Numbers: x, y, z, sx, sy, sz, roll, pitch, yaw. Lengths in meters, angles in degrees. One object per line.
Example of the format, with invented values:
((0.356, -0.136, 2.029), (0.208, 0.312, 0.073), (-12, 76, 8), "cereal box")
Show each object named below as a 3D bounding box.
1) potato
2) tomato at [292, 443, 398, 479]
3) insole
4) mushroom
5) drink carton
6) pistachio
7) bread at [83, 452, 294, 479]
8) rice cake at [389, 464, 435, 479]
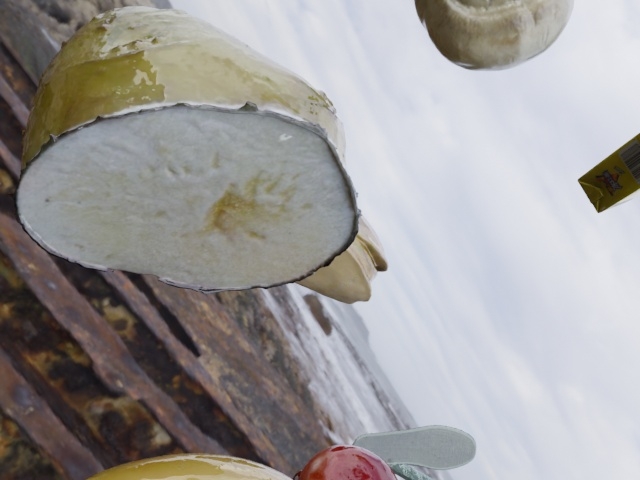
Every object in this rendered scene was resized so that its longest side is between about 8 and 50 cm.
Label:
((-0.109, -0.092, 0.578), (0.299, 0.246, 0.196), (15, 46, -31), "potato")
((0.043, 0.367, 0.822), (0.187, 0.151, 0.187), (-25, 90, -87), "tomato")
((0.162, 0.353, 1.055), (0.003, 0.231, 0.080), (-164, -101, -75), "insole")
((0.270, -0.409, 0.994), (0.260, 0.254, 0.234), (10, -21, 24), "mushroom")
((0.765, -0.194, 1.409), (0.111, 0.154, 0.351), (64, -21, 15), "drink carton")
((0.000, 0.000, 1.340), (0.321, 0.229, 0.238), (40, -17, -11), "pistachio")
((-0.123, 0.331, 0.491), (0.245, 0.328, 0.424), (50, -21, 21), "bread")
((0.199, 0.473, 1.223), (0.170, 0.029, 0.033), (25, -28, 15), "rice cake")
